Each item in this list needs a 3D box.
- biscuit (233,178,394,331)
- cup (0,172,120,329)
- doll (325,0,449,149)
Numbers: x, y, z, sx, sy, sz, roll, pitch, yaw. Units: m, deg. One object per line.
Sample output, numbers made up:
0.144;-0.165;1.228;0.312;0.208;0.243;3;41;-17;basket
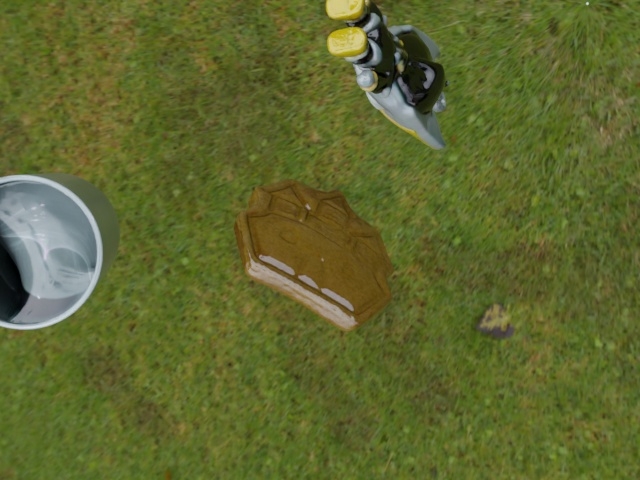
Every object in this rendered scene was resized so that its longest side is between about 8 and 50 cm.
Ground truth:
0.001;-0.002;0.984;0.182;0.215;0.034;31;122;-9;biscuit
-0.403;0.003;1.361;0.205;0.312;0.205;-1;95;-5;cup
0.098;-0.220;1.204;0.103;0.316;0.145;-33;67;17;doll
